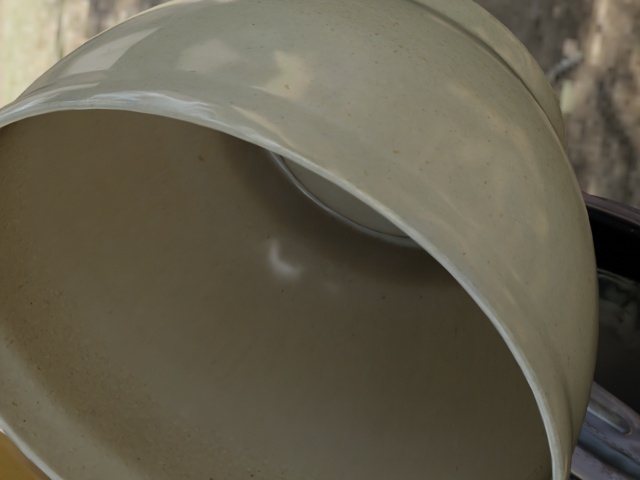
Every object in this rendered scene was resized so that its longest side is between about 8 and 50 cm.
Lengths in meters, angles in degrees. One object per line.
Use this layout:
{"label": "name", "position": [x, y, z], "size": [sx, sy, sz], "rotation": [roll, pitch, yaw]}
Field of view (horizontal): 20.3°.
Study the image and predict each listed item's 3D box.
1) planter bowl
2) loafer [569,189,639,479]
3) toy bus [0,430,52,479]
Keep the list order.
{"label": "planter bowl", "position": [0.000, 0.000, 0.441], "size": [0.109, 0.162, 0.162], "rotation": [-57, -4, -40]}
{"label": "loafer", "position": [0.128, 0.045, 0.656], "size": [0.095, 0.303, 0.109], "rotation": [113, 178, -59]}
{"label": "toy bus", "position": [-0.190, 0.121, 0.710], "size": [0.108, 0.130, 0.332], "rotation": [46, 177, 29]}
